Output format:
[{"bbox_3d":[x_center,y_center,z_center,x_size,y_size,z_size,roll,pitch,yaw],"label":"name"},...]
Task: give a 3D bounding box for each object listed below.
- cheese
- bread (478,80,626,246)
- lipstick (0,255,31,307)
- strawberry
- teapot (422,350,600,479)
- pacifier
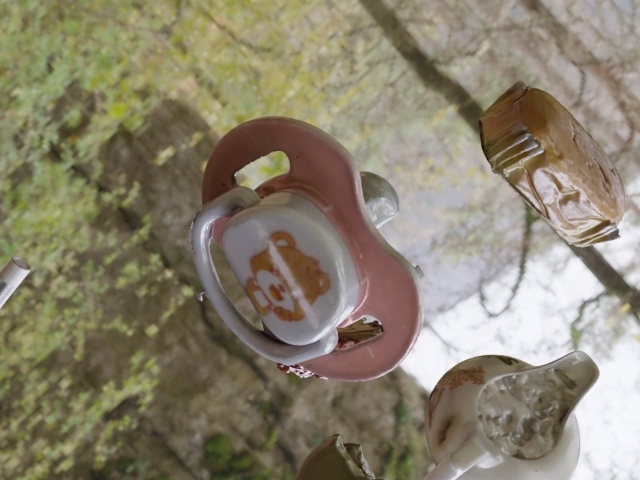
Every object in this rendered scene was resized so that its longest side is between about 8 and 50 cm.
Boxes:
[{"bbox_3d":[0.036,0.410,1.825,0.175,0.202,0.091,-22,150,6],"label":"cheese"},{"bbox_3d":[0.329,-0.104,1.604,0.107,0.241,0.136,-32,-147,30],"label":"bread"},{"bbox_3d":[-0.559,0.090,2.001,0.141,0.040,0.040,-49,179,11],"label":"lipstick"},{"bbox_3d":[0.014,0.185,1.890,0.228,0.174,0.098,-19,116,-60],"label":"strawberry"},{"bbox_3d":[0.226,0.239,1.433,0.298,0.204,0.139,-35,168,-36],"label":"teapot"},{"bbox_3d":[-0.003,0.006,1.339,0.273,0.332,0.220,-32,-174,-15],"label":"pacifier"}]
